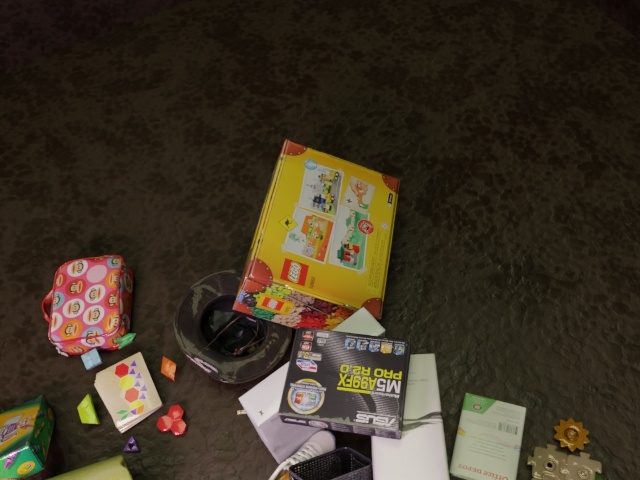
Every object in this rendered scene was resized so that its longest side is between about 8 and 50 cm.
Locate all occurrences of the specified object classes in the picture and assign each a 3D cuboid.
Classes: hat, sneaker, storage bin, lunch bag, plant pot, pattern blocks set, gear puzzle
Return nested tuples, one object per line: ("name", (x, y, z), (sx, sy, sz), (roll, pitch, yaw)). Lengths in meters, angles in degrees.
("hat", (-0.246, 0.251, 1.826), (0.331, 0.134, 0.331), (2, 68, -5))
("sneaker", (-0.045, 0.567, 1.610), (0.087, 0.092, 0.229), (32, 64, 27))
("storage bin", (0.026, 0.573, 1.532), (0.180, 0.084, 0.122), (-7, 8, -32))
("lunch bag", (-0.702, 0.192, 1.927), (0.258, 0.120, 0.293), (-8, 56, 2))
("plant pot", (-0.559, 0.651, 1.533), (0.254, 0.276, 0.276), (-21, 55, -22))
("pattern blocks set", (-0.527, 0.420, 1.781), (0.285, 0.026, 0.325), (-19, 66, -6))
("gear puzzle", (0.584, 0.589, 1.555), (0.175, 0.044, 0.339), (10, 55, 15))

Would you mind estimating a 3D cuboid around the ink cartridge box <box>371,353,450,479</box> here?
("ink cartridge box", (0.204, 0.500, 1.507), (0.166, 0.285, 0.395), (-4, 56, 4))

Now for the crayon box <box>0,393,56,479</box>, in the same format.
("crayon box", (-0.787, 0.520, 1.648), (0.165, 0.081, 0.278), (-25, 18, -10))

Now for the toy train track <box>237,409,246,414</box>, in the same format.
("toy train track", (-0.185, 0.459, 1.747), (0.083, 0.014, 0.048), (-10, 55, 0))

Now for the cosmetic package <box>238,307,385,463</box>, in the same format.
("cosmetic package", (0.000, 0.370, 1.623), (0.377, 0.284, 0.097), (-34, 59, -17))

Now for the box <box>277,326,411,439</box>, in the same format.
("box", (0.059, 0.315, 1.443), (0.270, 0.060, 0.216), (6, 56, 11))

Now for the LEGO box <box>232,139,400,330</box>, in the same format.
("LEGO box", (0.000, 0.000, 1.848), (0.372, 0.193, 0.500), (19, 54, -8))

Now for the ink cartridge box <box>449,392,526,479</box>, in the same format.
("ink cartridge box", (0.413, 0.508, 1.595), (0.154, 0.093, 0.212), (11, 56, 15))
